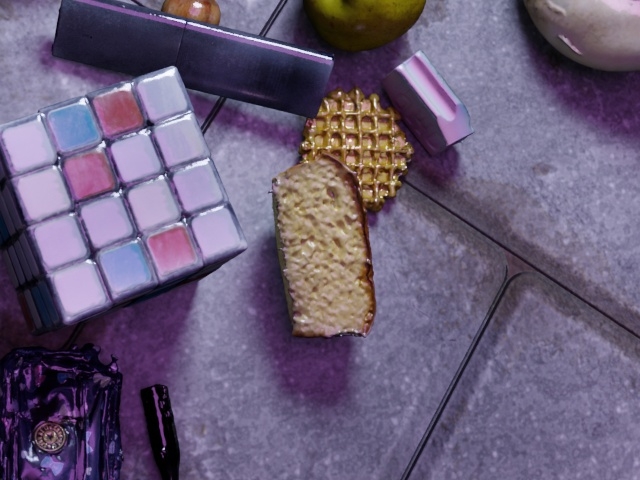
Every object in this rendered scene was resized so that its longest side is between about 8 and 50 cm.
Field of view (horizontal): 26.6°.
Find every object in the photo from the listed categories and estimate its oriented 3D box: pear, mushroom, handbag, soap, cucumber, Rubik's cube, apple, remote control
[{"bbox_3d":[0.060,-0.364,1.923,0.198,0.198,0.198,3,79,-17],"label":"pear"},{"bbox_3d":[0.477,-0.423,2.014,0.315,0.356,0.315,34,41,-37],"label":"mushroom"},{"bbox_3d":[-0.335,0.257,1.727,0.162,0.113,0.260,6,71,-23],"label":"handbag"},{"bbox_3d":[0.156,-0.193,1.968,0.056,0.100,0.149,-39,94,-17],"label":"soap"},{"bbox_3d":[-0.208,0.273,1.803,0.043,0.039,0.163,-14,82,2],"label":"cucumber"},{"bbox_3d":[-0.276,-0.042,1.720,0.253,0.256,0.259,-22,89,-22],"label":"Rubik's cube"},{"bbox_3d":[-0.184,-0.312,1.895,0.084,0.084,0.071,14,115,-15],"label":"apple"},{"bbox_3d":[-0.175,-0.255,1.862,0.377,0.107,0.044,13,32,-9],"label":"remote control"}]

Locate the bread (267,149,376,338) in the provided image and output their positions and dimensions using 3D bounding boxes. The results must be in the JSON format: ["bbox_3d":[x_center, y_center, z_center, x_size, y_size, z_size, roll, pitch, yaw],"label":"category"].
[{"bbox_3d":[0.000,0.004,1.865,0.129,0.134,0.260,-8,97,-4],"label":"bread"}]

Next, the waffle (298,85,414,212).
[{"bbox_3d":[0.050,-0.130,1.955,0.191,0.038,0.191,3,80,-17],"label":"waffle"}]
